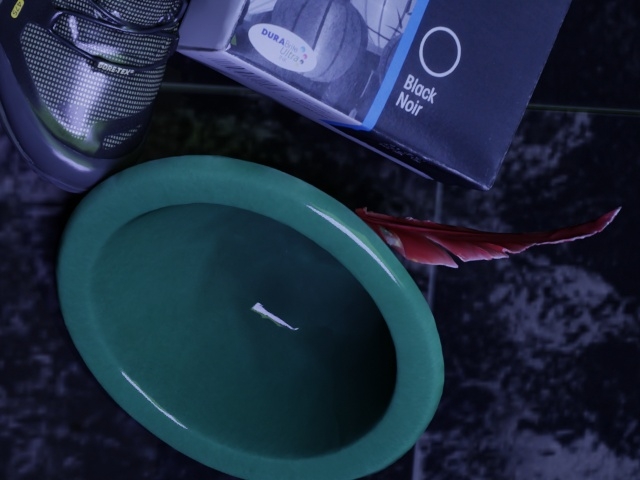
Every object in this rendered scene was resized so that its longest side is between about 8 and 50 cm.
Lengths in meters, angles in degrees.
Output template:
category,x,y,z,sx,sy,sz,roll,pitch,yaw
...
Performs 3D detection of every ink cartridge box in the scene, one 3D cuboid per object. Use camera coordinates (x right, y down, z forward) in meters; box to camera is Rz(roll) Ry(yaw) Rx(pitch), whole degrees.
category,x,y,z,sx,sy,sz,roll,pitch,yaw
ink cartridge box,0.070,-0.206,0.788,0.165,0.065,0.333,24,85,-29

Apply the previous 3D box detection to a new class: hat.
category,x,y,z,sx,sy,sz,roll,pitch,yaw
hat,0.000,0.000,0.795,0.208,0.173,0.183,47,37,-16

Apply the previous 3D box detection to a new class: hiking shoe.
category,x,y,z,sx,sy,sz,roll,pitch,yaw
hiking shoe,-0.082,-0.129,0.684,0.086,0.114,0.227,6,96,-29
